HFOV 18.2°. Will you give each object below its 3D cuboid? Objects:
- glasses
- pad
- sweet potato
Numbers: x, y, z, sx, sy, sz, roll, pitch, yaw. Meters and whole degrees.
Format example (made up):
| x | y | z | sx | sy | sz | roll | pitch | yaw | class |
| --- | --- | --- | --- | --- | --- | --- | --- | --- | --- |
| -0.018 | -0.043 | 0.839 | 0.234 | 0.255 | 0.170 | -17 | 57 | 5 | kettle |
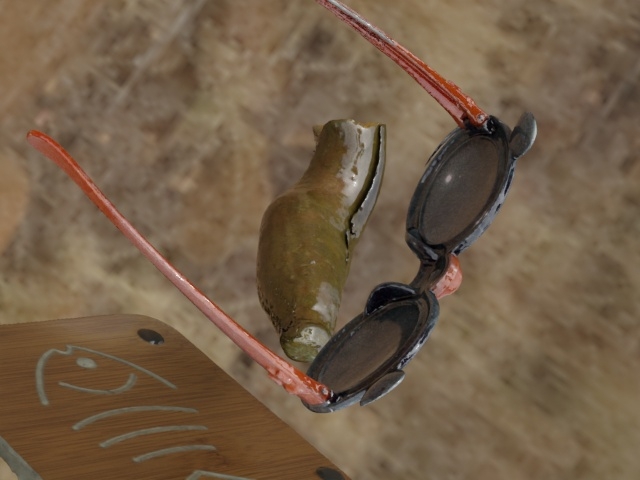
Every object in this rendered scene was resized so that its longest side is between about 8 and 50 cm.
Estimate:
| x | y | z | sx | sy | sz | roll | pitch | yaw | class |
| --- | --- | --- | --- | --- | --- | --- | --- | --- | --- |
| -0.019 | -0.049 | 1.214 | 0.268 | 0.118 | 0.234 | 39 | 67 | -20 | glasses |
| -0.149 | 0.141 | 1.579 | 0.286 | 0.284 | 0.018 | -3 | 122 | -48 | pad |
| -0.006 | -0.003 | 1.676 | 0.112 | 0.085 | 0.286 | -53 | -169 | 39 | sweet potato |
